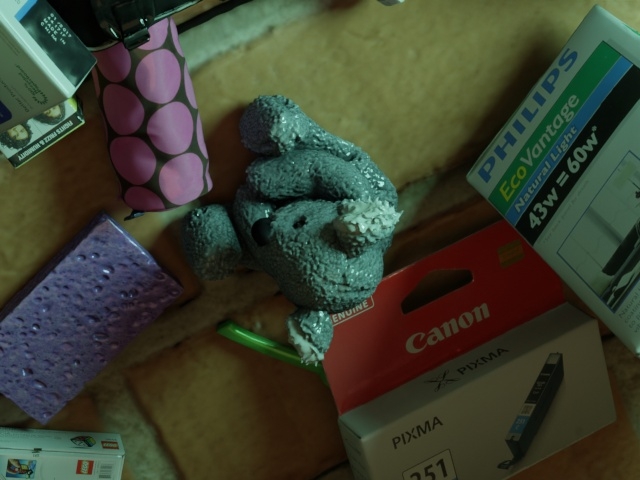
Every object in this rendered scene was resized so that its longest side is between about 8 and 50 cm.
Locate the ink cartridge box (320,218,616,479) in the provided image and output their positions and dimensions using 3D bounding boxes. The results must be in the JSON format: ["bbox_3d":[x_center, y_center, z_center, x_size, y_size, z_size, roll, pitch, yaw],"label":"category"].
[{"bbox_3d":[0.155,0.137,1.748,0.296,0.066,0.261,-26,118,-16],"label":"ink cartridge box"}]

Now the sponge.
[{"bbox_3d":[-0.251,0.080,1.680,0.210,0.031,0.117,-44,115,7],"label":"sponge"}]

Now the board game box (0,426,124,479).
[{"bbox_3d":[-0.327,0.343,1.763,0.192,0.053,0.305,6,111,-17],"label":"board game box"}]

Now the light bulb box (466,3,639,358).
[{"bbox_3d":[0.391,0.001,1.590,0.358,0.361,0.225,29,104,-32],"label":"light bulb box"}]

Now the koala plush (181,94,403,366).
[{"bbox_3d":[0.000,0.000,1.599,0.203,0.221,0.196,23,105,-22],"label":"koala plush"}]

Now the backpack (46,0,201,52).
[{"bbox_3d":[-0.182,-0.322,1.433,0.225,0.191,0.254,-27,119,0],"label":"backpack"}]

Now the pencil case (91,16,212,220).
[{"bbox_3d":[-0.171,-0.130,1.580,0.098,0.095,0.209,5,117,30],"label":"pencil case"}]

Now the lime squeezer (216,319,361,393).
[{"bbox_3d":[0.019,0.186,1.776,0.110,0.059,0.310,-33,117,2],"label":"lime squeezer"}]

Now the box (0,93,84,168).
[{"bbox_3d":[-0.319,-0.184,1.534,0.087,0.058,0.232,-33,116,4],"label":"box"}]

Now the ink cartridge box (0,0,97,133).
[{"bbox_3d":[-0.364,-0.150,1.474,0.332,0.065,0.165,-19,121,38],"label":"ink cartridge box"}]

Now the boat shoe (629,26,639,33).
[{"bbox_3d":[0.277,-0.164,1.695,0.133,0.042,0.049,-48,131,8],"label":"boat shoe"}]

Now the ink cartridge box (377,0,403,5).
[{"bbox_3d":[0.053,-0.362,1.562,0.181,0.056,0.225,31,84,-23],"label":"ink cartridge box"}]
